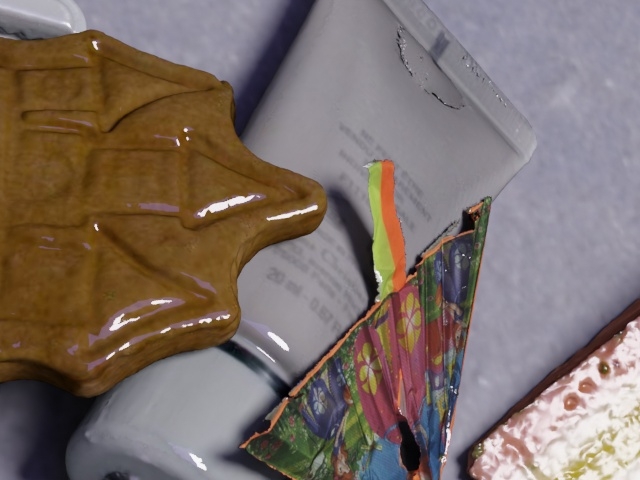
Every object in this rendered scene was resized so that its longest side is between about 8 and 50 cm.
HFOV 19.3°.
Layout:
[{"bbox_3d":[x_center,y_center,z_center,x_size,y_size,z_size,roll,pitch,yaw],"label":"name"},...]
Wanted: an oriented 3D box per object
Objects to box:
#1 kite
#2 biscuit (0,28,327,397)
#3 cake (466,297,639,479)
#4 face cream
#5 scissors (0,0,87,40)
[{"bbox_3d":[0.032,0.056,0.785,0.241,0.014,0.183,-34,122,-55],"label":"kite"},{"bbox_3d":[-0.105,-0.017,0.742,0.215,0.034,0.182,-2,53,-3],"label":"biscuit"},{"bbox_3d":[0.175,0.079,0.898,0.225,0.090,0.109,-37,90,-15],"label":"cake"},{"bbox_3d":[0.000,0.000,0.820,0.143,0.089,0.314,46,51,-16],"label":"face cream"},{"bbox_3d":[-0.216,-0.119,0.793,0.242,0.030,0.118,17,63,-17],"label":"scissors"}]
